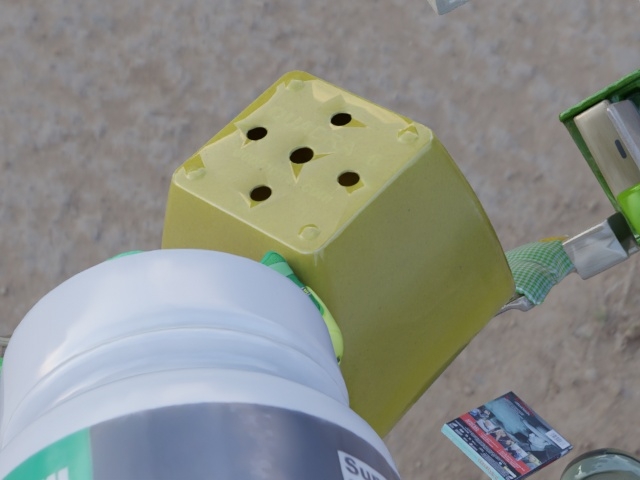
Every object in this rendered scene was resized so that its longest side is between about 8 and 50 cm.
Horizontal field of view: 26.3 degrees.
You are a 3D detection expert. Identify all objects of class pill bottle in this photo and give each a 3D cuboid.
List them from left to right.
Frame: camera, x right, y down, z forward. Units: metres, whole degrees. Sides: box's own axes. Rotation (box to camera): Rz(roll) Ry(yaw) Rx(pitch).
[{"bbox_3d":[-0.047,0.185,0.574,0.204,0.204,0.361,-3,42,-11],"label":"pill bottle"}]

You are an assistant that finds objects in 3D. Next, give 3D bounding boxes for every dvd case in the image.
[{"bbox_3d":[0.184,0.194,1.336,0.087,0.013,0.119,42,36,25],"label":"dvd case"}]

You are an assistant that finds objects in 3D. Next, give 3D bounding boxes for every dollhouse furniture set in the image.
[{"bbox_3d":[0.199,-0.022,1.309,0.151,0.301,0.197,62,29,4],"label":"dollhouse furniture set"}]

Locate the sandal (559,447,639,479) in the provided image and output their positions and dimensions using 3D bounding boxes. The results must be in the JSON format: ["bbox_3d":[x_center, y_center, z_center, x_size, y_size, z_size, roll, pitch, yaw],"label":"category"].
[{"bbox_3d":[0.370,0.329,1.421,0.303,0.120,0.086,33,25,-14],"label":"sandal"}]

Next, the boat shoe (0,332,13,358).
[{"bbox_3d":[-0.343,0.169,1.448,0.110,0.121,0.341,44,28,16],"label":"boat shoe"}]

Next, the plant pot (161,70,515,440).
[{"bbox_3d":[0.000,0.000,1.045,0.212,0.187,0.212,28,60,32],"label":"plant pot"}]

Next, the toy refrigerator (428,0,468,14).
[{"bbox_3d":[0.187,-0.293,1.082,0.269,0.102,0.094,-29,63,-2],"label":"toy refrigerator"}]

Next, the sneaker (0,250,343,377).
[{"bbox_3d":[-0.135,0.078,0.877,0.295,0.109,0.123,-11,56,-22],"label":"sneaker"}]
